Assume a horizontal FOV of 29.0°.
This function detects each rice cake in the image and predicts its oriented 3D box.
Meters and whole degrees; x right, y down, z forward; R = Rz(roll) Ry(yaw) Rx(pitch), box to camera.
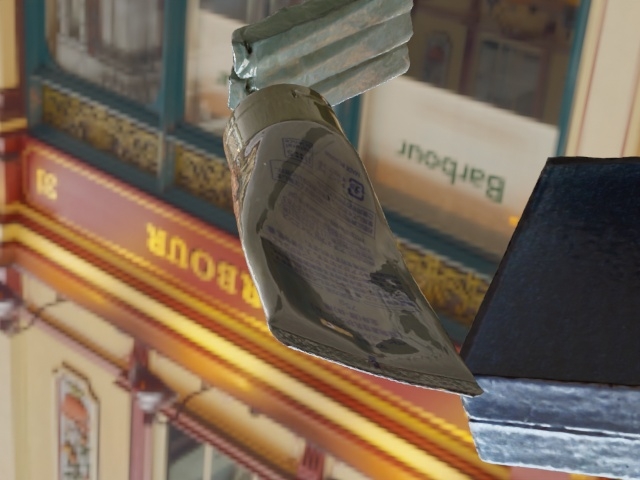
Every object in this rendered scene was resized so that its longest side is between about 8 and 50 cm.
[{"bbox_3d":[0.000,-0.168,1.113,0.211,0.124,0.038,-33,-127,-30],"label":"rice cake"}]

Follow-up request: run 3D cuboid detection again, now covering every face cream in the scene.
[{"bbox_3d":[0.000,0.000,0.639,0.114,0.070,0.224,18,-152,-26],"label":"face cream"}]

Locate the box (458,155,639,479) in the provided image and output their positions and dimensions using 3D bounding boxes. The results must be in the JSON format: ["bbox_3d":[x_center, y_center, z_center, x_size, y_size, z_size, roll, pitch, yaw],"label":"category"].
[{"bbox_3d":[0.275,0.053,0.923,0.279,0.116,0.261,3,-138,29],"label":"box"}]
